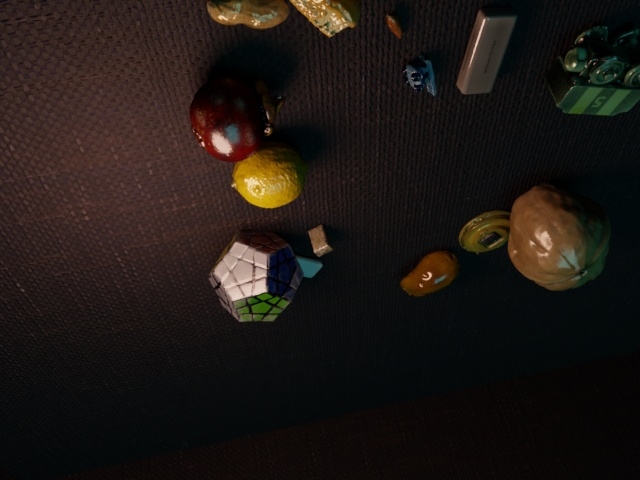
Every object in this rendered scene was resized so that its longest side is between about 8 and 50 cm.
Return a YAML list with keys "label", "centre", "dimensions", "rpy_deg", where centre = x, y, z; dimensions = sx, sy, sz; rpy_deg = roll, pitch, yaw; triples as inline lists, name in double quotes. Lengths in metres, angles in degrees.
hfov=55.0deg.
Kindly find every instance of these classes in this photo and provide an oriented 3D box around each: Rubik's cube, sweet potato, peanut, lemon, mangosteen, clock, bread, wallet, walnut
- label: "Rubik's cube"
  centre: [-0.216, 0.119, 2.063]
  dimensions: [0.264, 0.319, 0.319]
  rpy_deg: [-8, 151, 38]
- label: "sweet potato"
  centre: [0.191, -0.551, 1.572]
  dimensions: [0.034, 0.034, 0.095]
  rpy_deg: [-27, 151, 14]
- label: "peanut"
  centre: [-0.166, -0.540, 1.429]
  dimensions: [0.192, 0.089, 0.089]
  rpy_deg: [-2, 140, -22]
- label: "lemon"
  centre: [-0.145, -0.189, 1.772]
  dimensions: [0.231, 0.192, 0.192]
  rpy_deg: [-15, 142, -9]
- label: "mangosteen"
  centre: [-0.209, -0.325, 1.590]
  dimensions: [0.257, 0.215, 0.215]
  rpy_deg: [-30, 144, -15]
- label: "clock"
  centre: [0.645, -0.021, 2.341]
  dimensions: [0.237, 0.057, 0.237]
  rpy_deg: [-9, 142, -7]
- label: "bread"
  centre: [-0.012, -0.575, 1.365]
  dimensions: [0.121, 0.174, 0.245]
  rpy_deg: [-31, 132, 26]
- label: "wallet"
  centre: [-0.087, 0.092, 2.259]
  dimensions: [0.190, 0.033, 0.095]
  rpy_deg: [15, 131, -33]
- label: "walnut"
  centre: [0.834, -0.013, 2.166]
  dimensions: [0.381, 0.381, 0.381]
  rpy_deg: [-9, 141, -7]

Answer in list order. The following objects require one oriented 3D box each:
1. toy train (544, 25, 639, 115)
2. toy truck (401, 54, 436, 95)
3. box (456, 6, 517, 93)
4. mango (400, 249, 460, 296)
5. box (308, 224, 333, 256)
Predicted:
- label: "toy train"
  centre: [0.808, -0.481, 1.766]
  dimensions: [0.299, 0.167, 0.238]
  rpy_deg: [1, 149, -17]
- label: "toy truck"
  centre: [0.278, -0.443, 1.712]
  dimensions: [0.074, 0.063, 0.136]
  rpy_deg: [-35, 144, -6]
- label: "box"
  centre: [0.451, -0.514, 1.681]
  dimensions: [0.103, 0.055, 0.244]
  rpy_deg: [-6, 140, -11]
- label: "mango"
  centre: [0.427, 0.134, 2.405]
  dimensions: [0.248, 0.151, 0.156]
  rpy_deg: [-28, 109, 25]
- label: "box"
  centre: [0.000, 0.000, 2.123]
  dimensions: [0.062, 0.098, 0.045]
  rpy_deg: [-26, 146, 17]
